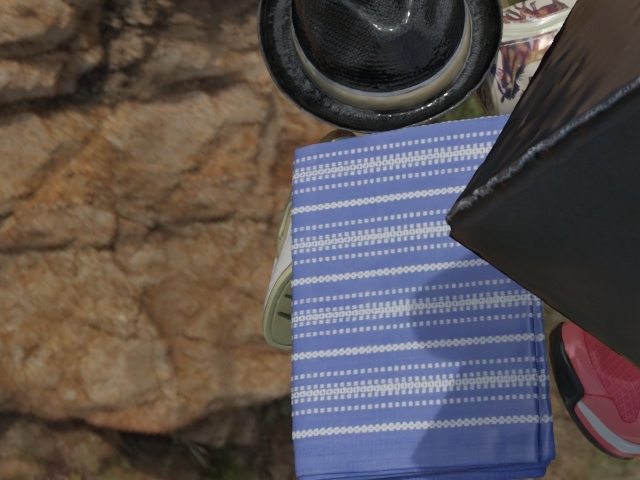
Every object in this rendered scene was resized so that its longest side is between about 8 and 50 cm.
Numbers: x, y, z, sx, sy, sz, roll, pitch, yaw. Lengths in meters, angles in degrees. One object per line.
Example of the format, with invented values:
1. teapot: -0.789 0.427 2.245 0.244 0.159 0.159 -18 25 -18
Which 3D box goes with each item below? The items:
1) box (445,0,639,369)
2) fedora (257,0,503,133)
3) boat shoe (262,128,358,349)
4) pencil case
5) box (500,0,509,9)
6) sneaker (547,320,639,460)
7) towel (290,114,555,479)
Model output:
1. box: 0.411 -0.089 0.742 0.480 0.297 0.471 34 67 -6
2. fedora: 0.060 -0.298 1.586 0.334 0.334 0.152 -40 153 -8
3. boat shoe: 0.000 0.000 1.684 0.113 0.103 0.302 12 119 -25
4. pencil case: 0.373 -0.272 1.720 0.410 0.160 0.183 -16 147 -1
5. box: 0.223 -0.401 1.849 0.021 0.164 0.201 -16 107 16
6. sneaker: 0.345 0.155 1.222 0.314 0.116 0.136 38 121 -17
7. towel: 0.088 0.056 1.214 0.040 0.243 0.336 39 47 -62
